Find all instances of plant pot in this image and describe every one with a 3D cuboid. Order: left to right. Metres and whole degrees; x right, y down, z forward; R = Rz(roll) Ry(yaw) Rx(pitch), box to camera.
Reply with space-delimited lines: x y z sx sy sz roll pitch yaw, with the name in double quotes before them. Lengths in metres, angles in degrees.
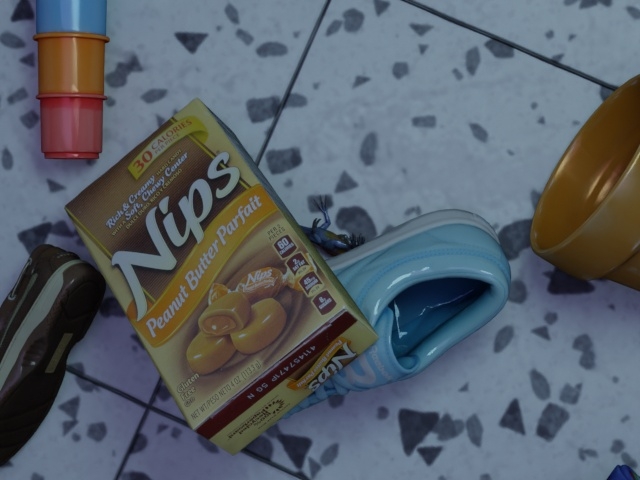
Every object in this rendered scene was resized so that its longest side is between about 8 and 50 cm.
"plant pot" 0.337 -0.027 1.403 0.188 0.205 0.205 31 93 -9

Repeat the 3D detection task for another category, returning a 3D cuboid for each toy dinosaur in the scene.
"toy dinosaur" 0.000 0.000 1.508 0.082 0.047 0.090 1 100 24

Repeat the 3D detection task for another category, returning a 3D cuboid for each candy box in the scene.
"candy box" -0.103 0.029 1.423 0.183 0.087 0.316 -39 55 4

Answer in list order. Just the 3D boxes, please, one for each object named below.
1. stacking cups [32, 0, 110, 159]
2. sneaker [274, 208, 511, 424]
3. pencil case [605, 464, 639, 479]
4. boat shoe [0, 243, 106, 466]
"stacking cups" -0.263 -0.243 1.523 0.096 0.096 0.316 3 94 6
"sneaker" 0.021 0.095 1.432 0.366 0.150 0.135 -34 110 5
"pencil case" 0.242 0.362 1.435 0.306 0.119 0.133 -44 87 4
"boat shoe" -0.320 0.121 1.526 0.095 0.095 0.257 34 94 29
